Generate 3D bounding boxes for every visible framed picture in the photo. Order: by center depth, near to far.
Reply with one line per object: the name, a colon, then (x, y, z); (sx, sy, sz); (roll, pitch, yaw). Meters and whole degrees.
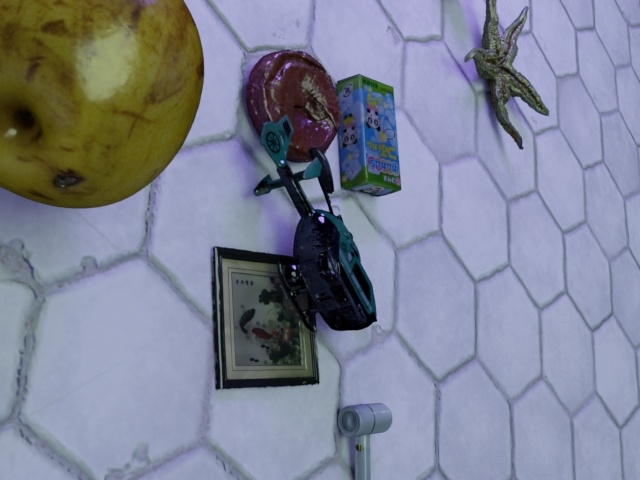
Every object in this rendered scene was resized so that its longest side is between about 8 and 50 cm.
framed picture: (-0.076, 0.111, 1.118); (0.195, 0.010, 0.199); (9, 72, -46)

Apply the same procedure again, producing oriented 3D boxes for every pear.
pear: (-0.254, -0.167, 0.809); (0.281, 0.281, 0.280); (16, 67, -44)

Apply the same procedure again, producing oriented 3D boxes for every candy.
candy: (0.082, -0.178, 1.335); (0.097, 0.062, 0.194); (9, 73, -47)

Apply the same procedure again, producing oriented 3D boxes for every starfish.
starfish: (0.418, -0.397, 1.751); (0.347, 0.078, 0.358); (52, 47, -24)

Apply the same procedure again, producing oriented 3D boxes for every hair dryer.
hair dryer: (0.070, 0.320, 1.195); (0.082, 0.047, 0.137); (9, 78, -47)

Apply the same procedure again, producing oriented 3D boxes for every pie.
pie: (-0.040, -0.209, 1.217); (0.182, 0.050, 0.182); (9, 77, -43)

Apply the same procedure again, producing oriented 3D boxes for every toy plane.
toy plane: (0.000, 0.000, 1.153); (0.381, 0.106, 0.155); (61, 33, -18)
